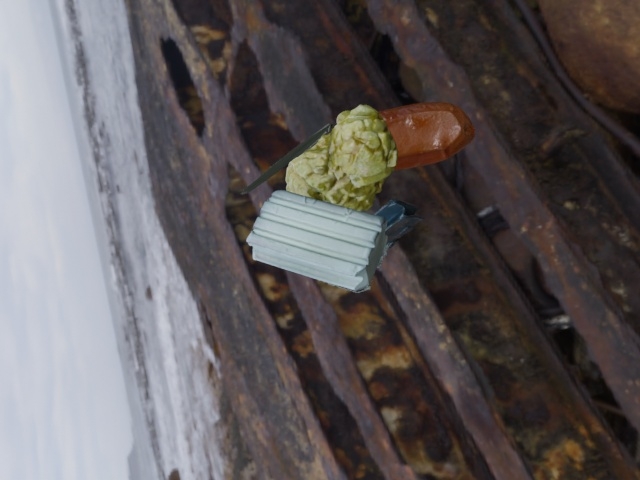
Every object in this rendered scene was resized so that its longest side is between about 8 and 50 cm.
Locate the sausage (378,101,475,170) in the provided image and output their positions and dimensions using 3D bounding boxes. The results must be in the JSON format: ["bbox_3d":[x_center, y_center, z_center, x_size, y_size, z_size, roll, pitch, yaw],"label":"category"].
[{"bbox_3d":[0.171,-0.202,1.392,0.133,0.258,0.133,167,90,-85],"label":"sausage"}]

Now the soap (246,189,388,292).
[{"bbox_3d":[0.000,0.000,1.444,0.094,0.261,0.150,80,-149,-59],"label":"soap"}]

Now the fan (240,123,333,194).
[{"bbox_3d":[-0.024,-0.148,1.131,0.182,0.310,0.010,-35,93,30],"label":"fan"}]

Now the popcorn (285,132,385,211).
[{"bbox_3d":[0.031,-0.147,1.725,0.195,0.256,0.255,64,-148,-29],"label":"popcorn"}]

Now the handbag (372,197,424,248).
[{"bbox_3d":[0.160,-0.011,1.895,0.062,0.229,0.179,58,-159,21],"label":"handbag"}]

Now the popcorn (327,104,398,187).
[{"bbox_3d":[0.058,-0.136,1.047,0.116,0.106,0.121,54,-170,-2],"label":"popcorn"}]
